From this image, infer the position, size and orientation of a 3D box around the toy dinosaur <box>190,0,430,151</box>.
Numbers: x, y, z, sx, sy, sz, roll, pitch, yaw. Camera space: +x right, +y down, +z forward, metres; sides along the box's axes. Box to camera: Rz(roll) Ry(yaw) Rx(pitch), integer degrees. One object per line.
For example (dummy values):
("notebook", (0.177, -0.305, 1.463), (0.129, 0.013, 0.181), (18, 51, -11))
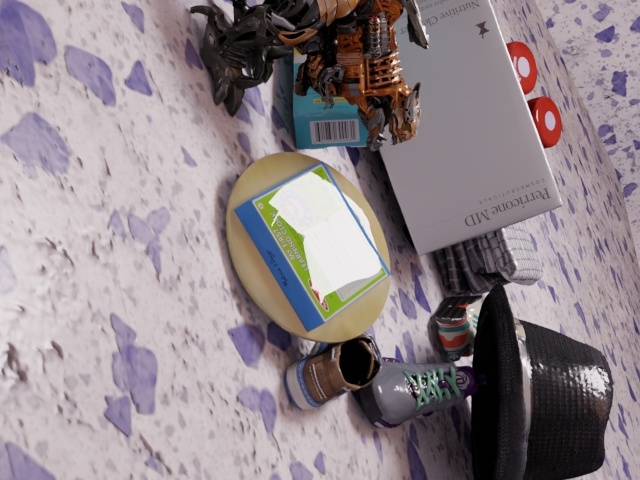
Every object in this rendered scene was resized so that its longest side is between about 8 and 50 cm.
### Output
("toy dinosaur", (-0.007, -0.243, 1.096), (0.164, 0.218, 0.322), (-10, 81, -66))

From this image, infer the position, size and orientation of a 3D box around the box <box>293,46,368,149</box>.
("box", (0.018, -0.221, 1.269), (0.060, 0.101, 0.244), (84, 4, -51))

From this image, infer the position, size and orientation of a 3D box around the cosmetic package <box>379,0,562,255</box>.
("cosmetic package", (0.172, -0.189, 1.430), (0.156, 0.217, 0.385), (6, 62, -83))

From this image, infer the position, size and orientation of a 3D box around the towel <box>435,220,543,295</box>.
("towel", (0.245, -0.048, 1.639), (0.235, 0.121, 0.283), (2, 68, -68))

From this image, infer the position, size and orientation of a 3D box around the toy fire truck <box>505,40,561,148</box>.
("toy fire truck", (0.304, -0.207, 1.887), (0.302, 0.169, 0.254), (57, 50, -27))

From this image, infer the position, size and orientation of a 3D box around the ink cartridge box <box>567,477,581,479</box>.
("ink cartridge box", (0.325, 0.265, 1.585), (0.158, 0.092, 0.218), (48, 32, -41))

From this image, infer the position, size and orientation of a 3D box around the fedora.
("fedora", (0.284, 0.211, 1.310), (0.334, 0.153, 0.334), (3, 90, -88))

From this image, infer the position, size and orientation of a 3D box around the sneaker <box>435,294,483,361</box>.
("sneaker", (0.205, 0.129, 1.493), (0.161, 0.057, 0.075), (-31, 116, -68))

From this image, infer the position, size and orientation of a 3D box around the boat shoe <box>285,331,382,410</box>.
("boat shoe", (0.029, 0.130, 1.060), (0.066, 0.066, 0.183), (68, 23, -4))

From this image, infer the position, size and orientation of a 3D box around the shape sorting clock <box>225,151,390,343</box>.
("shape sorting clock", (-0.010, 0.006, 1.041), (0.206, 0.040, 0.206), (23, 54, -35))

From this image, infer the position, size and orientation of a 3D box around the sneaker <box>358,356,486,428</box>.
("sneaker", (0.121, 0.167, 1.197), (0.224, 0.098, 0.083), (9, 63, -65))
